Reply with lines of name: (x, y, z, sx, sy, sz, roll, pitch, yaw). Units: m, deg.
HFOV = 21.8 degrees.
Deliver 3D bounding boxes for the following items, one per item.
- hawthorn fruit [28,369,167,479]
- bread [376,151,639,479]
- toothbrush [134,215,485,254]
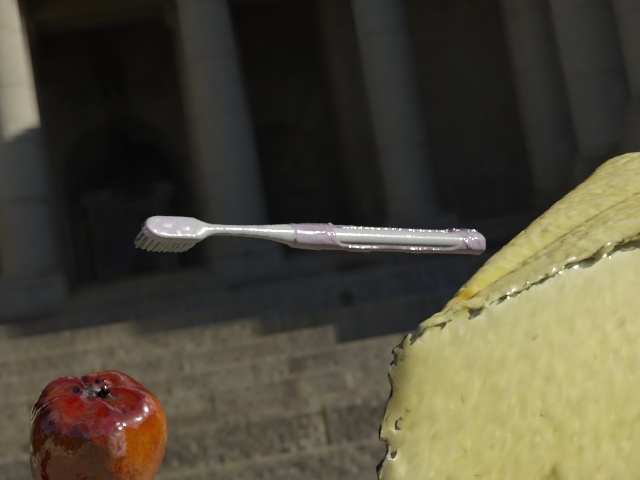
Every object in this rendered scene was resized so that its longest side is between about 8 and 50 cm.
hawthorn fruit: (-0.125, 0.123, 0.934, 0.081, 0.093, 0.081, 0, 24, 0)
bread: (0.186, 0.139, 0.898, 0.242, 0.346, 0.405, -2, 11, 26)
toothbrush: (0.000, 0.000, 1.412, 0.354, 0.024, 0.029, 2, -33, -36)
